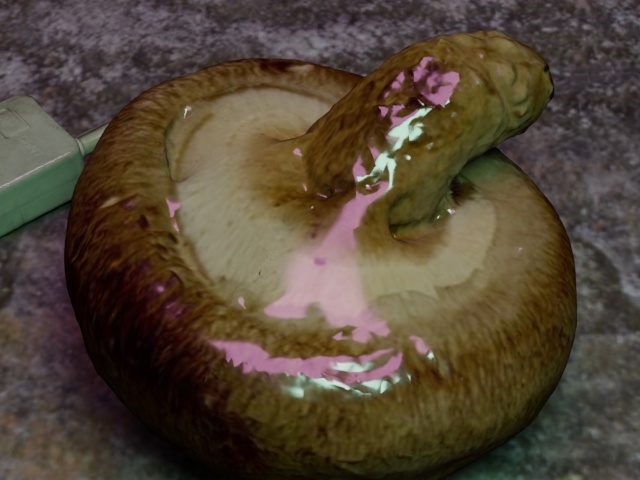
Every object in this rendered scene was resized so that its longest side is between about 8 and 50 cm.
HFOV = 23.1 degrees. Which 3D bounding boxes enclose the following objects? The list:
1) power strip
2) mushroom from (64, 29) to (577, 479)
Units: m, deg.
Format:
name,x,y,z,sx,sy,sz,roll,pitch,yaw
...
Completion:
name,x,y,z,sx,sy,sz,roll,pitch,yaw
power strip,-0.275,-0.036,1.182,0.288,0.053,0.093,-31,50,-24
mushroom,-0.001,0.020,1.013,0.345,0.239,0.345,-16,28,8
